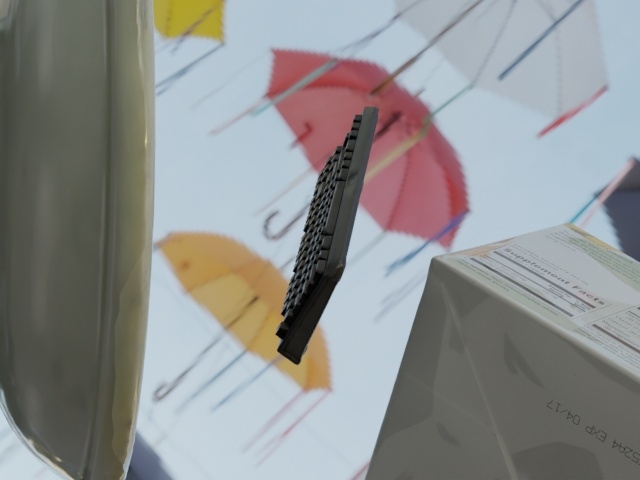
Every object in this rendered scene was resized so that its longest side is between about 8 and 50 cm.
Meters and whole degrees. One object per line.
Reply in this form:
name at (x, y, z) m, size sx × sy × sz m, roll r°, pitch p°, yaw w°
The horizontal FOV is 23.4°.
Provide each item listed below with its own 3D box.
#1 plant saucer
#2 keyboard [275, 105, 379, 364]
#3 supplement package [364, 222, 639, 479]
plant saucer at (-0.173, -0.037, 0.949) m, size 0.101 × 0.400 × 0.400 m, roll 2°, pitch -47°, yaw -13°
keyboard at (0.000, 0.000, 0.959) m, size 0.023 × 0.180 × 0.108 m, roll 21°, pitch -53°, yaw -4°
supplement package at (0.177, 0.143, 0.885) m, size 0.262 × 0.145 × 0.204 m, roll 32°, pitch -62°, yaw 33°
